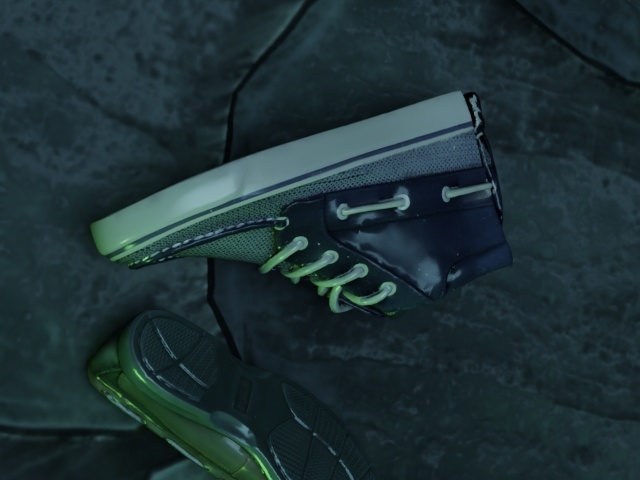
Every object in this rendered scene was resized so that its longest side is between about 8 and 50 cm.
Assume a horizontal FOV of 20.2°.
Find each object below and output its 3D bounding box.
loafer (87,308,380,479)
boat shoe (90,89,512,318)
[{"bbox_3d":[-0.066,0.150,1.428,0.267,0.084,0.096,40,47,-21],"label":"loafer"},{"bbox_3d":[0.000,0.000,1.408,0.340,0.127,0.158,-19,91,-20],"label":"boat shoe"}]
